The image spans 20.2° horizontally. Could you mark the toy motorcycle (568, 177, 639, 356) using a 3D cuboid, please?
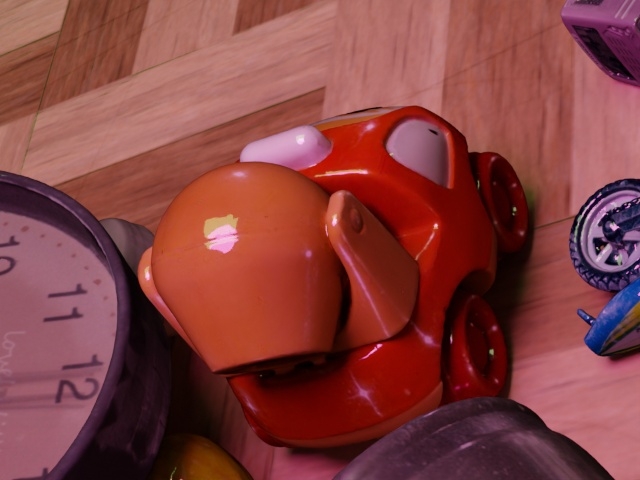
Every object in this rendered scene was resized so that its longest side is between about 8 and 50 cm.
[{"bbox_3d":[0.258,-0.022,1.078,0.254,0.092,0.136,-34,47,24],"label":"toy motorcycle"}]

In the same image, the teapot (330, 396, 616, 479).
[{"bbox_3d":[0.070,0.256,0.854,0.321,0.239,0.239,-40,52,-16],"label":"teapot"}]

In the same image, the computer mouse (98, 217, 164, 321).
[{"bbox_3d":[-0.190,0.116,1.264,0.197,0.095,0.331,-53,19,35],"label":"computer mouse"}]

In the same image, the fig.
[{"bbox_3d":[-0.061,0.184,1.154,0.166,0.093,0.093,25,72,41],"label":"fig"}]

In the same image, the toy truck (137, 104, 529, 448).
[{"bbox_3d":[0.000,0.000,1.150,0.189,0.239,0.265,-16,44,29],"label":"toy truck"}]

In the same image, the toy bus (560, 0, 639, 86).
[{"bbox_3d":[0.260,-0.200,1.239,0.108,0.096,0.199,18,69,53],"label":"toy bus"}]

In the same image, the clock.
[{"bbox_3d":[-0.286,0.106,1.145,0.386,0.076,0.386,-10,45,10],"label":"clock"}]
